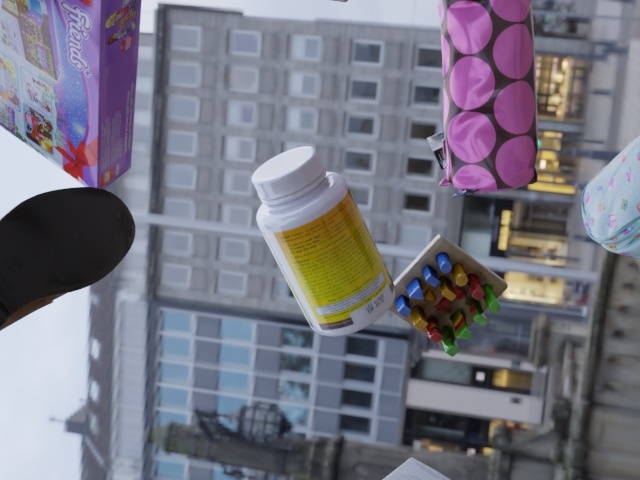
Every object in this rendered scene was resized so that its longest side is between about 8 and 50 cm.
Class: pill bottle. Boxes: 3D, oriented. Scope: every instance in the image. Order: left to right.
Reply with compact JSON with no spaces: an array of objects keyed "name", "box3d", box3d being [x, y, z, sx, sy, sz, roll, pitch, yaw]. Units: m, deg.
[{"name":"pill bottle","box3d":[0.000,0.000,1.207,0.215,0.117,0.117,64,-155,-22]}]

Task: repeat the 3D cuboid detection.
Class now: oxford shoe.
[{"name":"oxford shoe","box3d":[-0.221,0.023,0.717,0.212,0.076,0.076,-36,-84,-45]}]

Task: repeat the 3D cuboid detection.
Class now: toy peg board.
[{"name":"toy peg board","box3d":[0.215,0.104,1.709,0.161,0.161,0.079,-49,20,17]}]

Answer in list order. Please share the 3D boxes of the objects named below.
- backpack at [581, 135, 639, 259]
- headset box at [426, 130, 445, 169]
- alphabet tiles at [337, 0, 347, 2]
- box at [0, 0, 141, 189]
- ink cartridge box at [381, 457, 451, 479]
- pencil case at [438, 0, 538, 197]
[{"name":"backpack","box3d":[0.401,-0.055,1.197,0.182,0.115,0.152,-48,27,50]},{"name":"headset box","box3d":[0.195,-0.137,1.397,0.062,0.083,0.032,-96,-20,-66]},{"name":"alphabet tiles","box3d":[0.050,-0.410,1.316,0.342,0.285,0.011,-50,-38,-34]},{"name":"box","box3d":[-0.263,-0.198,0.939,0.057,0.201,0.293,-47,-15,-35]},{"name":"ink cartridge box","box3d":[0.085,0.389,1.305,0.191,0.082,0.139,-23,-49,-54]},{"name":"pencil case","box3d":[0.162,-0.150,0.993,0.095,0.098,0.209,-20,-69,-53]}]
